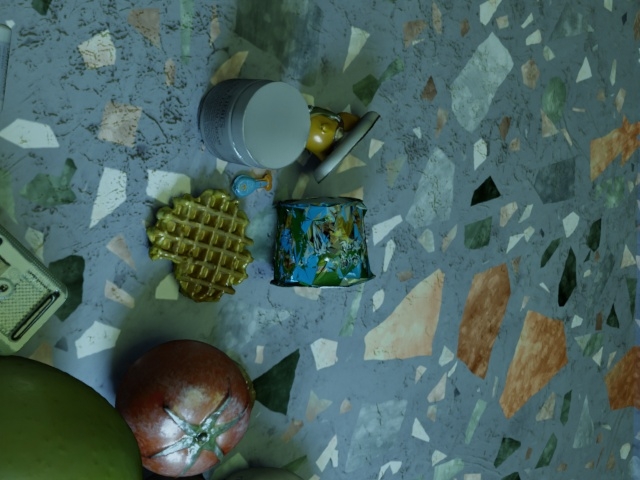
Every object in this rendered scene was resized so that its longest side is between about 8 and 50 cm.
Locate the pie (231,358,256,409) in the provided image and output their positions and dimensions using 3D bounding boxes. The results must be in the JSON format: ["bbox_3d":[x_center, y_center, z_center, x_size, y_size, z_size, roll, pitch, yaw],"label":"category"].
[{"bbox_3d":[-0.217,0.353,2.027,0.195,0.046,0.195,-15,112,-42],"label":"pie"}]

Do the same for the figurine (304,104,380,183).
[{"bbox_3d":[0.017,-0.249,2.068,0.141,0.166,0.250,43,38,-5],"label":"figurine"}]

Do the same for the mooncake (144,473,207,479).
[{"bbox_3d":[-0.234,0.615,1.816,0.212,0.381,0.350,76,29,-46],"label":"mooncake"}]

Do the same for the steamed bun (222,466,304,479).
[{"bbox_3d":[-0.124,0.673,2.092,0.324,0.206,0.324,-15,112,-40],"label":"steamed bun"}]

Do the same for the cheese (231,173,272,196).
[{"bbox_3d":[-0.145,-0.118,1.988,0.111,0.017,0.047,-11,111,-42],"label":"cheese"}]

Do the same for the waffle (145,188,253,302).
[{"bbox_3d":[-0.240,0.020,1.908,0.249,0.056,0.253,-23,118,-37],"label":"waffle"}]

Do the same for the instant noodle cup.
[{"bbox_3d":[0.000,0.000,2.027,0.240,0.240,0.178,-8,99,-42],"label":"instant noodle cup"}]

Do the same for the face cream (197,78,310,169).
[{"bbox_3d":[-0.133,-0.235,1.874,0.177,0.153,0.177,-12,107,-42],"label":"face cream"}]

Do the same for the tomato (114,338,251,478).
[{"bbox_3d":[-0.272,0.318,1.830,0.265,0.265,0.264,-14,110,-41],"label":"tomato"}]

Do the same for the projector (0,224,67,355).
[{"bbox_3d":[-0.545,0.074,1.516,0.163,0.243,0.177,-49,113,-21],"label":"projector"}]

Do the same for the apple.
[{"bbox_3d":[-0.505,0.401,1.483,0.474,0.474,0.473,-14,110,-41],"label":"apple"}]

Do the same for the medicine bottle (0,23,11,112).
[{"bbox_3d":[-0.556,-0.258,1.494,0.103,0.103,0.186,2,99,-44],"label":"medicine bottle"}]
